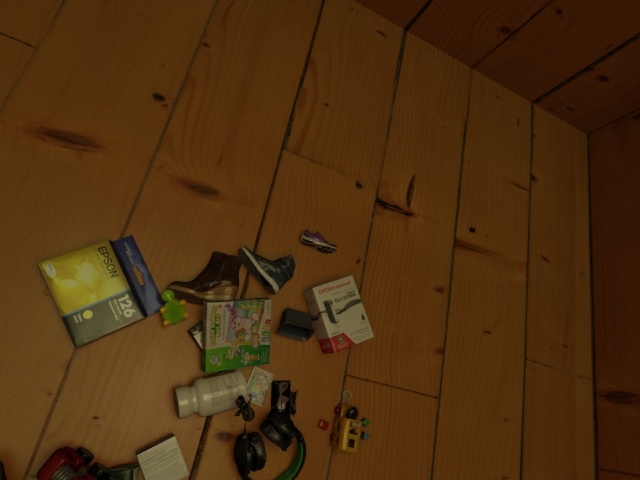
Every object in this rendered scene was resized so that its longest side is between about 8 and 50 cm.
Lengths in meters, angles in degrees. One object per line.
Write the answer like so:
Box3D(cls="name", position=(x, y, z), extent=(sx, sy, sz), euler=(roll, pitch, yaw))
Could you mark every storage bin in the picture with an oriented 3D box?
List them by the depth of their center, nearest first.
Box3D(cls="storage bin", position=(-0.098, 0.328, 1.750), extent=(0.135, 0.098, 0.091), euler=(19, 40, -19))

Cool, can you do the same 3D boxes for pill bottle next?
Box3D(cls="pill bottle", position=(-0.376, 0.530, 1.526), extent=(0.230, 0.131, 0.131), euler=(-6, 78, -27))

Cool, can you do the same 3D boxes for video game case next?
Box3D(cls="video game case", position=(-0.233, 0.544, 1.659), extent=(0.087, 0.011, 0.121), euler=(29, 65, -15))

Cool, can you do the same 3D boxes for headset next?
Box3D(cls="headset", position=(-0.183, 0.694, 1.513), extent=(0.244, 0.185, 0.393), euler=(-31, 108, -22))

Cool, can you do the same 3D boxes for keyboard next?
Box3D(cls="keyboard", position=(-0.137, 0.627, 1.675), extent=(0.100, 0.038, 0.191), euler=(1, 74, -1))

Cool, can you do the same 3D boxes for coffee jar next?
Box3D(cls="coffee jar", position=(-0.609, 0.791, 1.364), extent=(0.096, 0.079, 0.184), euler=(-3, 75, -8))

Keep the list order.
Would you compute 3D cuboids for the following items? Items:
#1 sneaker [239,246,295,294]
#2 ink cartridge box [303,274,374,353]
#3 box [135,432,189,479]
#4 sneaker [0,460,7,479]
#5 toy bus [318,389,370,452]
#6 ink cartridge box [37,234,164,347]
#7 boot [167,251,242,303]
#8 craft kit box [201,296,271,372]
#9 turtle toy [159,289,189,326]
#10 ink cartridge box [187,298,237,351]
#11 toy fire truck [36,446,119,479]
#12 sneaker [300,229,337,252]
Box3D(cls="sneaker", position=(-0.203, 0.083, 1.769), extent=(0.226, 0.086, 0.163), euler=(49, 58, -2))
Box3D(cls="ink cartridge box", position=(0.071, 0.299, 1.816), extent=(0.197, 0.114, 0.272), euler=(-15, 81, -28))
Box3D(cls="box", position=(-0.512, 0.720, 1.439), extent=(0.126, 0.072, 0.137), euler=(-20, 85, -28))
Box3D(cls="sneaker", position=(-0.820, 0.816, 1.233), extent=(0.202, 0.185, 0.482), euler=(-26, 90, -47))
Box3D(cls="toy bus", position=(0.111, 0.714, 1.717), extent=(0.191, 0.104, 0.202), euler=(-30, 89, -29))
Box3D(cls="ink cartridge box", position=(-0.729, 0.159, 1.508), extent=(0.308, 0.072, 0.303), euler=(-25, 86, -27))
Box3D(cls="boot", position=(-0.425, 0.134, 1.667), extent=(0.249, 0.090, 0.206), euler=(14, 54, -13))
Box3D(cls="craft kit box", position=(-0.301, 0.335, 1.610), extent=(0.247, 0.061, 0.249), euler=(0, 92, -29))
Box3D(cls="turtle toy", position=(-0.526, 0.236, 1.572), extent=(0.095, 0.066, 0.130), euler=(-19, 110, -32))
Box3D(cls="ink cartridge box", position=(-0.374, 0.311, 1.642), extent=(0.207, 0.046, 0.097), euler=(-33, 92, -29))
Box3D(cls="toy fire truck", position=(-0.717, 0.682, 1.225), extent=(0.217, 0.246, 0.158), euler=(26, 65, 25))
Box3D(cls="sneaker", position=(0.000, 0.000, 1.902), extent=(0.170, 0.068, 0.071), euler=(25, 60, -16))
